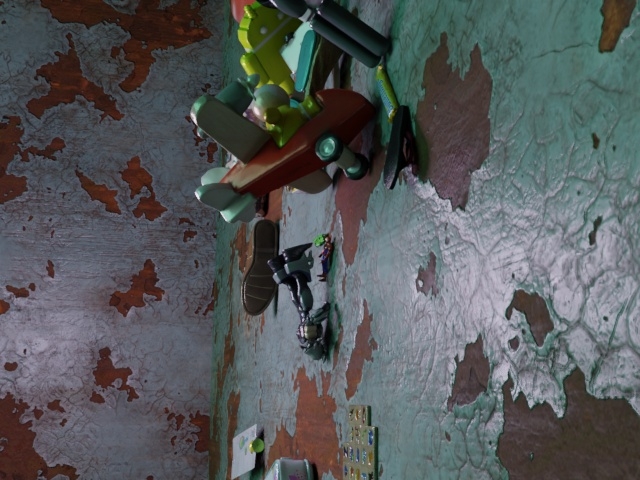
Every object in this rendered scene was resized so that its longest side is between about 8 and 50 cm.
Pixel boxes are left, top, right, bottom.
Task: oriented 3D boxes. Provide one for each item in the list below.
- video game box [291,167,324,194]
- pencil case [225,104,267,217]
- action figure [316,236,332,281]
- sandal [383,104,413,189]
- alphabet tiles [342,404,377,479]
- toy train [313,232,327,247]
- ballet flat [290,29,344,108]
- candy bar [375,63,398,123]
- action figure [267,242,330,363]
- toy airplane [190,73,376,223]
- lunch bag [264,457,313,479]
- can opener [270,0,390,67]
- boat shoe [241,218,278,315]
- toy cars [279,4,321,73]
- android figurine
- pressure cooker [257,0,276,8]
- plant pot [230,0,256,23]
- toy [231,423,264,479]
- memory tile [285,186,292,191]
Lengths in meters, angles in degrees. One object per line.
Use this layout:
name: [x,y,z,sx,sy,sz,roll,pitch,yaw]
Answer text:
video game box: [-0.031,-0.233,2.048,0.187,0.048,0.205,165,108,-77]
pencil case: [-0.258,-0.272,2.653,0.183,0.160,0.410,-172,85,-65]
action figure: [0.010,0.043,1.868,0.038,0.030,0.115,-106,27,-63]
sandal: [0.150,-0.170,1.415,0.067,0.040,0.179,131,155,-56]
alphabet tiles: [0.078,0.452,1.561,0.198,0.009,0.237,145,128,-71]
toy train: [0.000,0.000,1.934,0.083,0.017,0.023,145,117,-70]
ballet flat: [-0.023,-0.338,1.882,0.116,0.124,0.342,41,115,58]
candy bar: [0.131,-0.290,1.533,0.161,0.018,0.040,-101,21,-44]
action figure: [-0.034,0.158,1.855,0.185,0.099,0.284,-38,67,65]
toy airplane: [-0.107,-0.208,1.690,0.386,0.385,0.272,120,140,-61]
lunch bag: [-0.085,0.664,1.907,0.279,0.108,0.224,117,158,-50]
can opener: [0.005,-0.435,1.545,0.074,0.280,0.093,-48,14,52]
boat shoe: [-0.187,0.091,2.441,0.104,0.111,0.307,136,145,-73]
toy cars: [0.005,-0.602,1.911,0.177,0.087,0.393,20,110,32]
android figurine: [-0.107,-0.514,2.003,0.056,0.248,0.272,27,156,46]
pressure cooker: [-0.063,-0.710,1.659,0.370,0.376,0.420,-18,-58,-65]
plant pot: [-0.160,-0.776,2.291,0.265,0.273,0.272,103,164,-58]
toy: [-0.232,0.692,2.525,0.237,0.056,0.136,130,145,-57]
memory tile: [-0.079,-0.197,2.153,0.148,0.012,0.113,-44,-44,-76]
